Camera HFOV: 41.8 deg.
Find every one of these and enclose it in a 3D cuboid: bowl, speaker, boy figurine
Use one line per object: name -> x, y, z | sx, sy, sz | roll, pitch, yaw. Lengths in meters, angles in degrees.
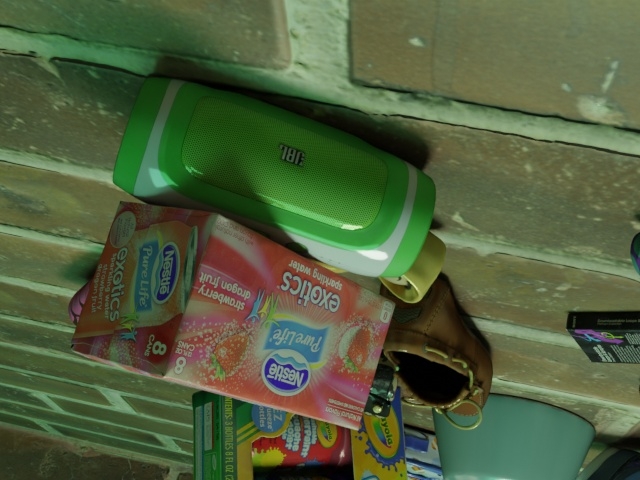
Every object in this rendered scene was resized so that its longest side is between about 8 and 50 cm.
bowl -> 0.351, 0.416, 1.581 | 0.312, 0.163, 0.311 | 11, 156, 5
speaker -> -0.043, -0.059, 0.822 | 0.297, 0.131, 0.131 | 18, 155, -10
boy figurine -> 0.000, 0.000, 0.973 | 0.285, 0.092, 0.177 | 17, 153, 1

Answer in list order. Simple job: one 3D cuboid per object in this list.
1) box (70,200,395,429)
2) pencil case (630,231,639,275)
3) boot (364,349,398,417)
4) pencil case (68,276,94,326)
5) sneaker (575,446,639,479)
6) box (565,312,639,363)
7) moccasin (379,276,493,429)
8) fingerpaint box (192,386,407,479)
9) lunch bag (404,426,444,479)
box -> -0.074, 0.084, 0.845 | 0.142, 0.154, 0.300 | 9, 166, 40
pencil case -> 0.372, -0.002, 0.797 | 0.070, 0.064, 0.152 | 45, 150, -5
boot -> -0.017, 0.179, 1.299 | 0.284, 0.138, 0.377 | 13, 159, 4
pencil case -> -0.334, 0.095, 1.353 | 0.098, 0.095, 0.209 | 52, 148, -6
sneaker -> 0.621, 0.422, 1.525 | 0.323, 0.236, 0.130 | -28, 114, 1
box -> 0.418, 0.129, 1.095 | 0.162, 0.029, 0.116 | -5, 149, 33
moccasin -> 0.170, 0.186, 1.204 | 0.139, 0.147, 0.380 | 5, 154, 18
fingerpaint box -> -0.030, 0.488, 1.500 | 0.371, 0.444, 0.163 | 7, 160, -26
lunch bag -> 0.134, 0.478, 1.891 | 0.303, 0.115, 0.243 | 15, 153, -4
